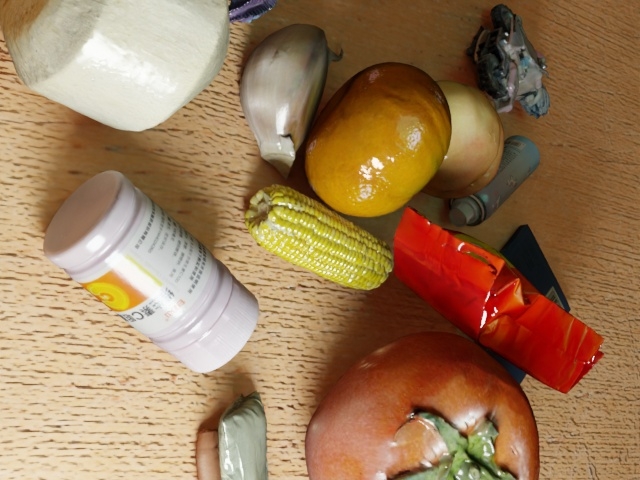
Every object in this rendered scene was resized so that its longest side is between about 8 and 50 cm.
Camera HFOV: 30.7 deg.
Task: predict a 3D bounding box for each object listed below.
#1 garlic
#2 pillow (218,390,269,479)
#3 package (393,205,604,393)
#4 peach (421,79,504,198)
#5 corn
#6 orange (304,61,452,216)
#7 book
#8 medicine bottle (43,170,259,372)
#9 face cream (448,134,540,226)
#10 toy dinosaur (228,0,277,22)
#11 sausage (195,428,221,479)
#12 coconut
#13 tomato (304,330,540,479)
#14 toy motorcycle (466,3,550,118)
[{"bbox_3d":[-0.030,-0.241,1.644,0.128,0.148,0.267,30,61,3],"label":"garlic"},{"bbox_3d":[-0.092,0.317,1.479,0.148,0.050,0.230,-17,99,-72],"label":"pillow"},{"bbox_3d":[0.265,0.095,1.734,0.123,0.196,0.423,-55,141,2],"label":"package"},{"bbox_3d":[0.193,-0.152,1.791,0.184,0.184,0.184,9,77,-44],"label":"peach"},{"bbox_3d":[0.000,0.000,1.626,0.244,0.093,0.093,27,65,-39],"label":"corn"},{"bbox_3d":[0.083,-0.138,1.629,0.171,0.240,0.240,35,58,-13],"label":"orange"},{"bbox_3d":[0.329,0.122,1.988,0.269,0.025,0.191,-46,114,-39],"label":"book"},{"bbox_3d":[-0.198,0.040,1.393,0.249,0.133,0.133,44,55,-33],"label":"medicine bottle"},{"bbox_3d":[0.284,-0.094,1.943,0.229,0.075,0.075,-41,112,-40],"label":"face cream"},{"bbox_3d":[-0.100,-0.321,1.588,0.197,0.080,0.045,-31,110,-19],"label":"toy dinosaur"},{"bbox_3d":[-0.135,0.332,1.473,0.043,0.043,0.186,1,82,-45],"label":"sausage"},{"bbox_3d":[-0.223,-0.252,1.348,0.265,0.237,0.238,22,68,-34],"label":"coconut"},{"bbox_3d":[0.124,0.294,1.586,0.341,0.272,0.342,-2,94,-35],"label":"tomato"},{"bbox_3d":[0.341,-0.279,2.006,0.204,0.108,0.239,53,51,-26],"label":"toy motorcycle"}]
